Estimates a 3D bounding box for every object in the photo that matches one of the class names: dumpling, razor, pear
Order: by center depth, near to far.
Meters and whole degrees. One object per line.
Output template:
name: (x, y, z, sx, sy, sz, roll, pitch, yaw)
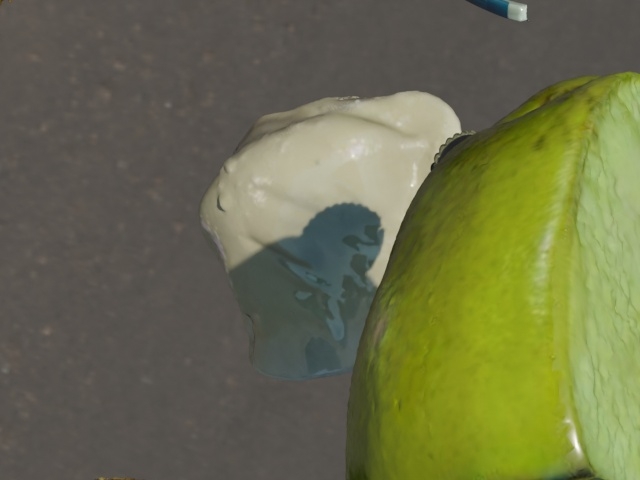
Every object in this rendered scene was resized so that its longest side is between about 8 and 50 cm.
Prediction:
pear: (0.120, 0.041, 0.838, 0.286, 0.176, 0.281, 29, 55, -46)
dumpling: (0.000, 0.000, 1.544, 0.187, 0.318, 0.242, 11, 58, -42)
razor: (0.185, -0.289, 1.917, 0.037, 0.191, 0.068, -13, 119, -17)

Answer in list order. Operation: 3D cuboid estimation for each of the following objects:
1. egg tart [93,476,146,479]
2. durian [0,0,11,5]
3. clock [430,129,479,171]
egg tart: (-0.064, 0.228, 0.998, 0.232, 0.252, 0.098, 29, 93, -30)
durian: (-0.376, -0.306, 1.565, 0.140, 0.224, 0.078, -67, 167, -2)
clock: (0.106, -0.041, 1.167, 0.083, 0.010, 0.074, 34, 77, -41)
